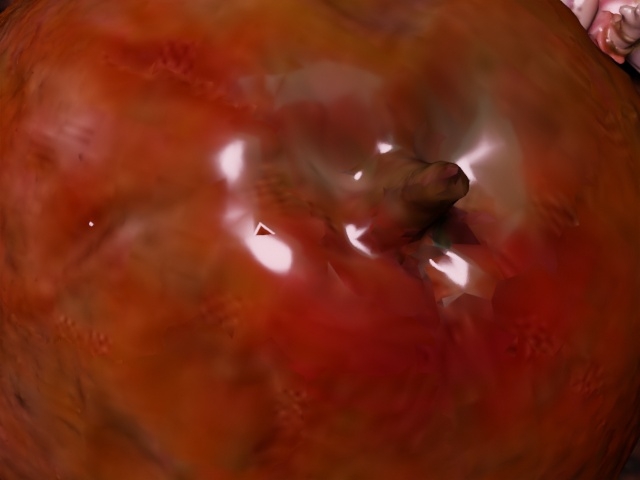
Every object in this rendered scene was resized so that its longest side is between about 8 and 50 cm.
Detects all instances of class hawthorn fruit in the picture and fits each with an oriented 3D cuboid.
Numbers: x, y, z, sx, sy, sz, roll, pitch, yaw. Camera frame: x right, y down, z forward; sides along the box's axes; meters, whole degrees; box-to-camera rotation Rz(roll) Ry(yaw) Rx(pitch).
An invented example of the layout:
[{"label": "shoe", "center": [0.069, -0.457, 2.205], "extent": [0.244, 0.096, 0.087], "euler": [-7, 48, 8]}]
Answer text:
[{"label": "hawthorn fruit", "center": [0.000, 0.000, 0.603], "extent": [0.277, 0.298, 0.277], "euler": [2, 78, -12]}]

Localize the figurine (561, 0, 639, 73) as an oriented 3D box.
[{"label": "figurine", "center": [0.102, -0.102, 0.784], "extent": [0.195, 0.102, 0.111], "euler": [6, 56, -12]}]
